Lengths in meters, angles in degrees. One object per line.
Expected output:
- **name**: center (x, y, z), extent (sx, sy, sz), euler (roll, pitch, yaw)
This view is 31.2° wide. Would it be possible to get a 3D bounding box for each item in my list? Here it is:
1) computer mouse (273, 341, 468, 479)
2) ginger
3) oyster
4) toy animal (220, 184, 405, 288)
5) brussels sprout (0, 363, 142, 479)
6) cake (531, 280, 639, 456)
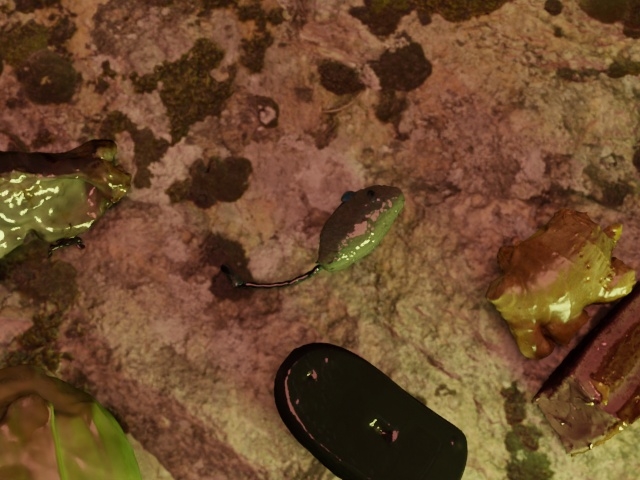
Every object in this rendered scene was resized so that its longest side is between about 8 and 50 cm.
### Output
- **computer mouse**: center (0.054, 0.232, 1.422), extent (0.270, 0.086, 0.137), euler (37, 72, -5)
- **ginger**: center (0.314, 0.043, 1.475), extent (0.216, 0.102, 0.157), euler (-39, 90, -11)
- **oyster**: center (-0.398, -0.043, 1.416), extent (0.337, 0.133, 0.197), euler (-8, 52, -21)
- **toy animal**: center (0.002, 0.010, 1.484), extent (0.253, 0.070, 0.079), euler (-32, 47, 2)
- **brussels sprout**: center (-0.357, 0.314, 1.299), extent (0.328, 0.247, 0.327), euler (6, 66, -14)
- **cake**: center (0.406, 0.142, 1.466), extent (0.295, 0.113, 0.116), euler (-43, 86, -17)
